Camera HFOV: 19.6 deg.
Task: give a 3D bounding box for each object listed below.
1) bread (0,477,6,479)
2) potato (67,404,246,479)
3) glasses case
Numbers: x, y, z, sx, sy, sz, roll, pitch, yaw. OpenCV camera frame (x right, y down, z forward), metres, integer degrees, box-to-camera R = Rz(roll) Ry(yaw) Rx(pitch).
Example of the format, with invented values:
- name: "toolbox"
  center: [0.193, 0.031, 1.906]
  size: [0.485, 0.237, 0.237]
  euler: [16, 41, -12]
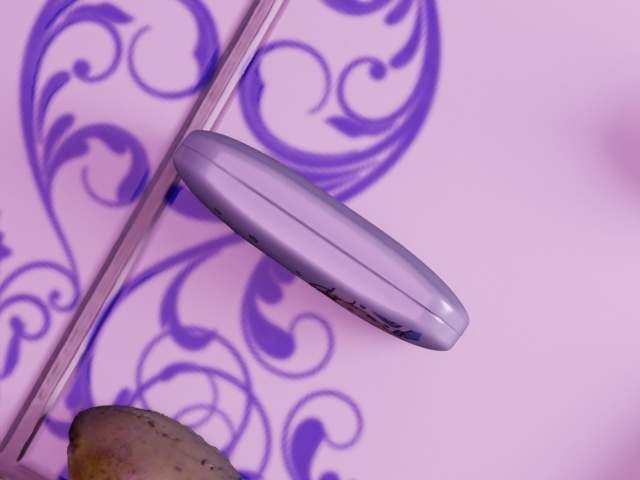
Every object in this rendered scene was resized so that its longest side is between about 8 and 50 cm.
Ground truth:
- name: "bread"
  center: [-0.225, 0.226, 0.947]
  size: [0.198, 0.120, 0.236]
  euler: [12, 87, 2]
- name: "potato"
  center: [-0.076, 0.176, 0.976]
  size: [0.119, 0.054, 0.198]
  euler: [-20, 85, 5]
- name: "glasses case"
  center: [0.000, 0.000, 0.975]
  size: [0.178, 0.067, 0.045]
  euler: [34, 86, 5]
